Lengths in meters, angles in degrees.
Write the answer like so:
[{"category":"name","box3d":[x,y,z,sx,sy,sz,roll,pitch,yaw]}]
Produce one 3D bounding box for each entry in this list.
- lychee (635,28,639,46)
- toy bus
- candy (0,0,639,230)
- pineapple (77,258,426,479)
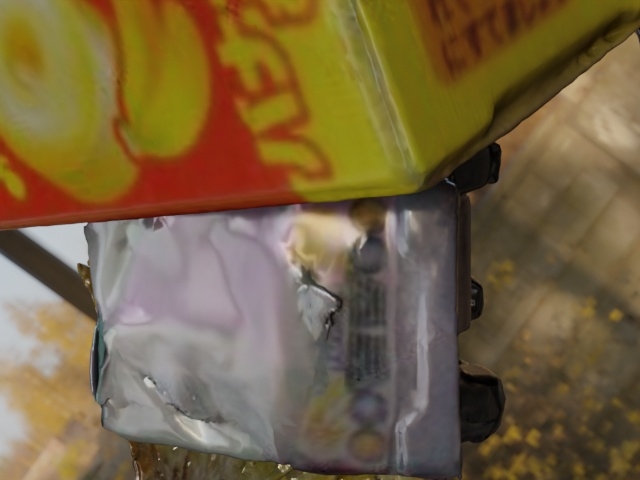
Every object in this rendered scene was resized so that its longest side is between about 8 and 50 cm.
[{"category":"lychee","box3d":[0.380,-0.248,0.891,0.424,0.500,0.424,-179,90,-69]},{"category":"toy bus","box3d":[0.000,0.000,0.576,0.317,0.138,0.112,-58,-33,-80]},{"category":"candy","box3d":[-0.048,-0.069,0.449,0.276,0.088,0.146,-4,25,45]},{"category":"pineapple","box3d":[-0.047,0.094,0.842,0.186,0.236,0.114,-55,4,2]}]
